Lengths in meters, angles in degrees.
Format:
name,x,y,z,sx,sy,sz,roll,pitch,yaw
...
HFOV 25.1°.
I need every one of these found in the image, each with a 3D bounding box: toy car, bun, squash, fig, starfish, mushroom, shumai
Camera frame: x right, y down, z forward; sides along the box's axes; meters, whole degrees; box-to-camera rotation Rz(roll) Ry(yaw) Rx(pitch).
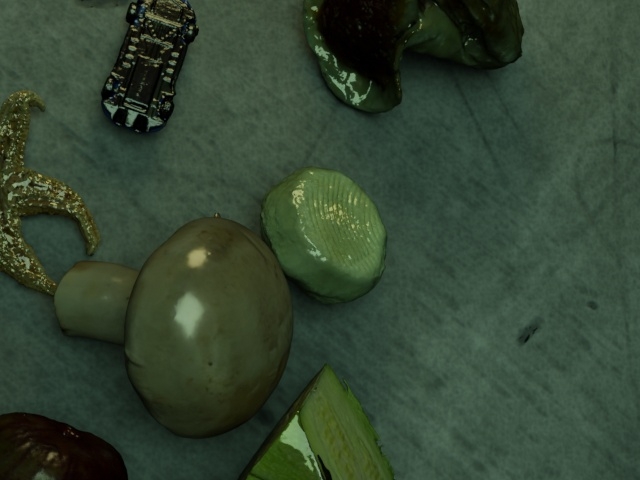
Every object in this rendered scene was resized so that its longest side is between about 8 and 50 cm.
name,x,y,z,sx,sy,sz,roll,pitch,yaw
toy car,-0.239,-0.248,2.002,0.103,0.063,0.216,19,68,-10
bun,0.000,0.000,1.971,0.195,0.118,0.195,27,44,-29
squash,0.054,0.353,1.857,0.309,0.233,0.210,37,107,1
fig,-0.385,0.373,1.792,0.217,0.217,0.321,30,101,-6
starfish,-0.449,-0.047,1.906,0.302,0.060,0.299,-5,85,-21
mushroom,-0.192,0.111,1.864,0.290,0.292,0.292,3,74,23
shumai,0.108,-0.357,2.062,0.288,0.292,0.330,-26,75,18
